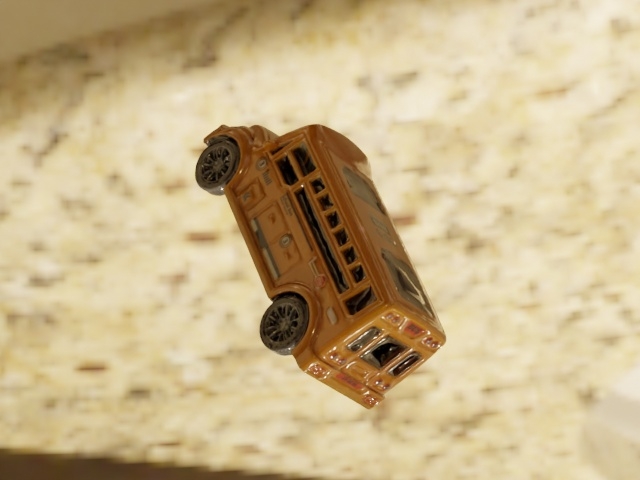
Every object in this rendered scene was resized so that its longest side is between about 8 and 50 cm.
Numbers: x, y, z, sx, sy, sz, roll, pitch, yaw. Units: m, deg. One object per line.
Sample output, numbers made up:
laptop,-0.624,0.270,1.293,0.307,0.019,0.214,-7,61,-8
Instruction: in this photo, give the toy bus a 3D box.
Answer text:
toy bus,0.000,0.000,1.152,0.088,0.194,0.083,-38,141,17
